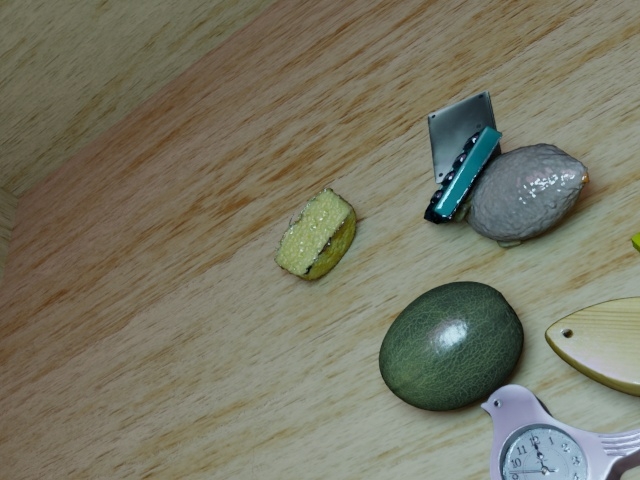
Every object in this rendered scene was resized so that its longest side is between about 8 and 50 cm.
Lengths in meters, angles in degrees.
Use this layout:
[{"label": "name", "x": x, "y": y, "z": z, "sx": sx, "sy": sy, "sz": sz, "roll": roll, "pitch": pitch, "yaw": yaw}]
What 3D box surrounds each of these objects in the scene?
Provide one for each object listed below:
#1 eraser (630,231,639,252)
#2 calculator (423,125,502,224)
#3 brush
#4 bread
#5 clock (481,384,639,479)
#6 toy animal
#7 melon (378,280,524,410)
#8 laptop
[{"label": "eraser", "x": 0.696, "y": 0.016, "z": 1.153, "sx": 0.097, "sy": 0.045, "sz": 0.122, "roll": -37, "pitch": 44, "yaw": 10}, {"label": "calculator", "x": 0.329, "y": -0.149, "z": 1.396, "sx": 0.058, "sy": 0.274, "sz": 0.248, "roll": 31, "pitch": 96, "yaw": 4}, {"label": "brush", "x": 0.553, "y": 0.200, "z": 1.049, "sx": 0.266, "sy": 0.166, "sz": 0.174, "roll": 2, "pitch": 64, "yaw": 39}, {"label": "bread", "x": 0.001, "y": -0.005, "z": 1.639, "sx": 0.160, "sy": 0.147, "sz": 0.261, "roll": 30, "pitch": 85, "yaw": 36}, {"label": "clock", "x": 0.448, "y": 0.383, "z": 1.064, "sx": 0.290, "sy": 0.080, "sz": 0.276, "roll": -24, "pitch": 49, "yaw": 22}, {"label": "toy animal", "x": 0.446, "y": -0.099, "z": 1.305, "sx": 0.227, "sy": 0.188, "sz": 0.358, "roll": -59, "pitch": 13, "yaw": -13}, {"label": "melon", "x": 0.264, "y": 0.220, "z": 1.205, "sx": 0.301, "sy": 0.237, "sz": 0.238, "roll": -36, "pitch": 45, "yaw": 12}, {"label": "laptop", "x": 0.392, "y": -0.289, "z": 1.620, "sx": 0.187, "sy": 0.015, "sz": 0.269, "roll": -19, "pitch": 51, "yaw": 27}]
